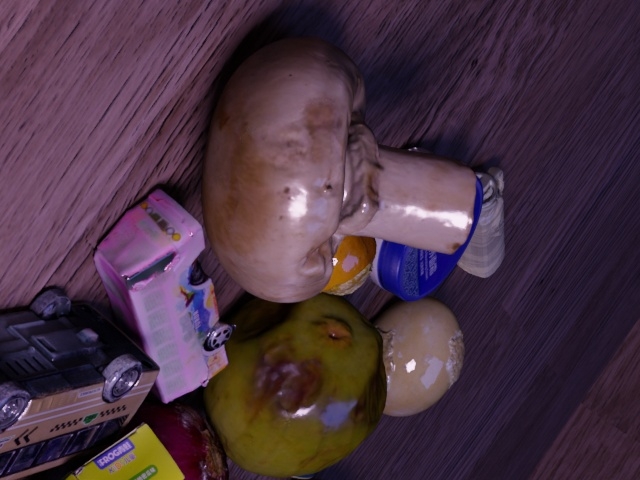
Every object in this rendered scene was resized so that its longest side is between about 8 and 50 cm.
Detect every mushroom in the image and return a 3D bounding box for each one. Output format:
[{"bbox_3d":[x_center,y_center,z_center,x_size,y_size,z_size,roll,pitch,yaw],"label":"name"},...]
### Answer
[{"bbox_3d":[0.023,-0.066,1.357,0.292,0.290,0.292,10,90,-87],"label":"mushroom"}]

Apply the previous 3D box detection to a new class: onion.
[{"bbox_3d":[-0.227,0.288,1.537,0.218,0.195,0.140,-17,146,12],"label":"onion"}]

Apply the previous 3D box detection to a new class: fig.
[{"bbox_3d":[-0.043,0.192,1.642,0.239,0.239,0.271,-26,166,-45],"label":"fig"}]

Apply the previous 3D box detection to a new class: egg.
[{"bbox_3d":[0.139,0.181,1.998,0.201,0.164,0.164,-61,153,7],"label":"egg"}]

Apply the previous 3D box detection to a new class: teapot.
[{"bbox_3d":[0.265,-0.037,2.055,0.107,0.077,0.200,-49,153,-22],"label":"teapot"}]

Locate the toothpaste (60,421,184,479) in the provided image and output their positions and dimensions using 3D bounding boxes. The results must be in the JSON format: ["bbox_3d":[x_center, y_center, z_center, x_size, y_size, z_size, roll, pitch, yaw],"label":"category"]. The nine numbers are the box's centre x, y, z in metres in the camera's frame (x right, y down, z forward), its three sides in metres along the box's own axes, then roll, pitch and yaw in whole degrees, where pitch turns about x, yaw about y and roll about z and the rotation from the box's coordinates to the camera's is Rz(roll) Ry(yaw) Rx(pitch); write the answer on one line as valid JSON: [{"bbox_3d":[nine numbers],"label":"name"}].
[{"bbox_3d":[-0.274,0.318,1.414,0.110,0.077,0.327,-29,169,-44],"label":"toothpaste"}]

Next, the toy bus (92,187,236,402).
[{"bbox_3d":[-0.173,0.071,1.438,0.112,0.090,0.274,-37,147,-23],"label":"toy bus"}]

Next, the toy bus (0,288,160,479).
[{"bbox_3d":[-0.307,0.155,1.259,0.289,0.139,0.157,-10,133,-60],"label":"toy bus"}]

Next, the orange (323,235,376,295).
[{"bbox_3d":[0.000,0.000,1.588,0.134,0.156,0.156,-16,151,7],"label":"orange"}]

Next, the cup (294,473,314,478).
[{"bbox_3d":[-0.036,0.238,1.831,0.176,0.131,0.155,-78,-167,-82],"label":"cup"}]

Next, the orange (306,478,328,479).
[{"bbox_3d":[-0.023,0.508,2.075,0.240,0.171,0.240,-40,150,-28],"label":"orange"}]

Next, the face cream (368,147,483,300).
[{"bbox_3d":[0.131,-0.026,1.806,0.206,0.111,0.206,-41,149,-30],"label":"face cream"}]
